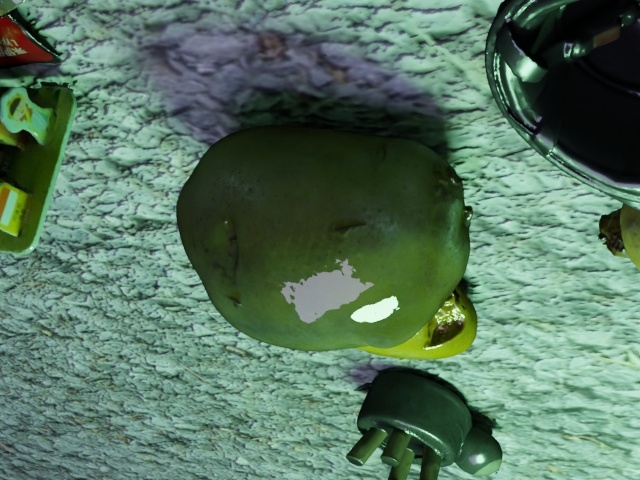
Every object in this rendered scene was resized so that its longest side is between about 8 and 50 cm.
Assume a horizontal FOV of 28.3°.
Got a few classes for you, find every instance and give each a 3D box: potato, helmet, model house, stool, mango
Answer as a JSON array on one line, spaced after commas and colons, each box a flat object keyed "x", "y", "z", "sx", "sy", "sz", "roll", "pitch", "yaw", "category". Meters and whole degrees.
[{"x": 0.000, "y": 0.000, "z": 1.356, "sx": 0.326, "sy": 0.243, "sz": 0.221, "roll": 10, "pitch": -170, "yaw": 21, "category": "potato"}, {"x": 0.266, "y": -0.151, "z": 0.990, "sx": 0.230, "sy": 0.160, "sz": 0.279, "roll": -9, "pitch": 139, "yaw": 43, "category": "helmet"}, {"x": -0.511, "y": -0.075, "z": 1.392, "sx": 0.300, "sy": 0.340, "sz": 0.323, "roll": 7, "pitch": 167, "yaw": 33, "category": "model house"}, {"x": 0.149, "y": 0.287, "z": 1.836, "sx": 0.227, "sy": 0.139, "sz": 0.153, "roll": 17, "pitch": 152, "yaw": 15, "category": "stool"}, {"x": 0.069, "y": 0.075, "z": 1.549, "sx": 0.261, "sy": 0.130, "sz": 0.167, "roll": 16, "pitch": 156, "yaw": 1, "category": "mango"}]

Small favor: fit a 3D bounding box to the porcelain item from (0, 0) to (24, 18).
[{"x": -0.371, "y": -0.320, "z": 1.254, "sx": 0.081, "sy": 0.069, "sz": 0.216, "roll": -6, "pitch": 136, "yaw": 48, "category": "porcelain item"}]

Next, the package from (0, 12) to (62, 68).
[{"x": -0.428, "y": -0.263, "z": 1.387, "sx": 0.194, "sy": 0.071, "sz": 0.269, "roll": 16, "pitch": 171, "yaw": 33, "category": "package"}]

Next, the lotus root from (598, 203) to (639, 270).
[{"x": 0.379, "y": -0.026, "z": 1.118, "sx": 0.342, "sy": 0.169, "sz": 0.152, "roll": -23, "pitch": 87, "yaw": 51, "category": "lotus root"}]
